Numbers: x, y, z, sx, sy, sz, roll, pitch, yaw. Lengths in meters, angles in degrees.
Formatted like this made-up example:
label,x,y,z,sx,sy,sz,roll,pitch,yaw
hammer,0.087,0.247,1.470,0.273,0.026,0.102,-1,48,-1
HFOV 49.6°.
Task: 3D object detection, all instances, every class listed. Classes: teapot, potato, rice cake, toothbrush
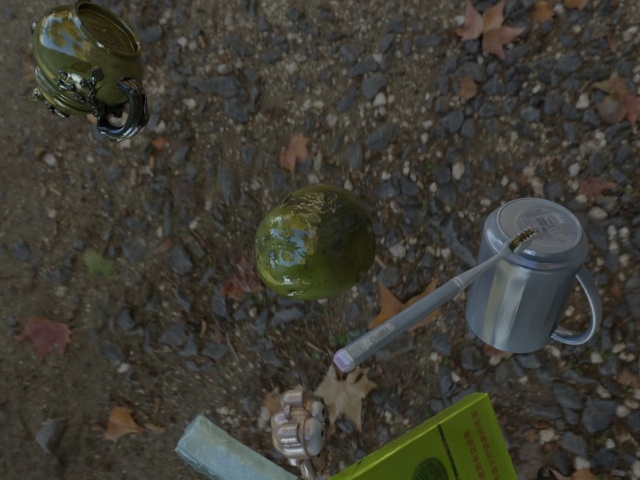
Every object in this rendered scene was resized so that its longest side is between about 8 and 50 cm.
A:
label,x,y,z,sx,sy,sz,roll,pitch,yaw
teapot,-0.371,-0.258,1.087,0.182,0.173,0.269,-42,78,25
potato,-0.002,-0.001,1.162,0.228,0.148,0.197,-1,56,-40
rice cake,-0.026,0.236,0.625,0.245,0.042,0.045,28,56,16
toothbrush,0.146,0.062,0.810,0.342,0.030,0.025,-28,70,-31

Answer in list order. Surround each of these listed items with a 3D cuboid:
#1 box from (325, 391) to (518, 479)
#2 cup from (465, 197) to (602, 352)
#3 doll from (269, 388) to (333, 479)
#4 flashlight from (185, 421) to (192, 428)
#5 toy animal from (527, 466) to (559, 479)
label,x,y,z,sx,sy,sz,roll,pitch,yaw
box,0.174,0.398,1.111,0.334,0.047,0.187,-21,92,-32
cup,0.524,0.100,1.655,0.322,0.327,0.236,28,49,25
doll,-0.029,0.446,1.544,0.119,0.278,0.154,-8,52,14
flashlight,-0.300,0.508,1.738,0.051,0.051,0.129,-34,48,-8
toy animal,0.171,0.279,0.433,0.235,0.165,0.187,53,124,26
